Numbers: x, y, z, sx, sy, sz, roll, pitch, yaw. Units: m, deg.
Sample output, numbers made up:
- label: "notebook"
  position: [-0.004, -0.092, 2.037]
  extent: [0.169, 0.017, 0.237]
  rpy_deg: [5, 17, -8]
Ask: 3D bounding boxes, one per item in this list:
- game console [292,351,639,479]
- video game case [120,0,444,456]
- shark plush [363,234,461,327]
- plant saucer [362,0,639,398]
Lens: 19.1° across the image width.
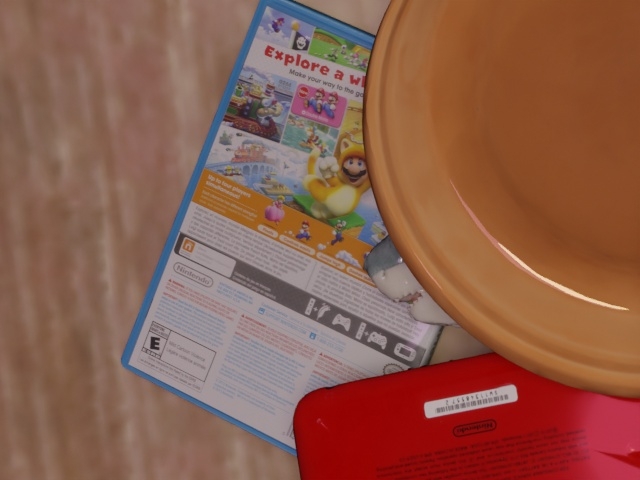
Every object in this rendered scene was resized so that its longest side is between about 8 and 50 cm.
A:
- label: "game console"
  position: [0.076, 0.106, 0.715]
  extent: [0.144, 0.085, 0.124]
  rpy_deg: [-13, 77, 20]
- label: "video game case"
  position: [0.000, 0.000, 0.760]
  extent: [0.119, 0.015, 0.166]
  rpy_deg: [26, 102, 17]
- label: "shark plush"
  position: [0.089, -0.027, 0.699]
  extent: [0.067, 0.073, 0.161]
  rpy_deg: [46, 107, 22]
- label: "plant saucer"
  position: [0.114, -0.046, 0.661]
  extent: [0.200, 0.037, 0.200]
  rpy_deg: [0, 77, 1]
